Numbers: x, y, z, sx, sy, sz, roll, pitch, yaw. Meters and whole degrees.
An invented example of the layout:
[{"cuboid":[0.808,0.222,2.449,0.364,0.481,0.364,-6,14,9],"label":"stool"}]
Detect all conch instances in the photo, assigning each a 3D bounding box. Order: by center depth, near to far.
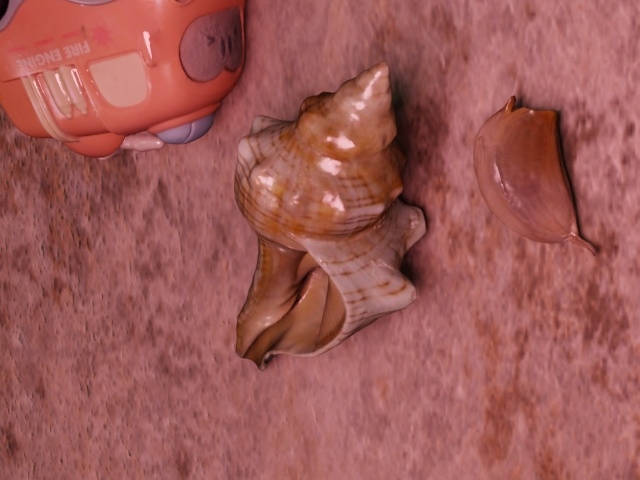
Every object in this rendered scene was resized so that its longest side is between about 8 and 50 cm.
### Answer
[{"cuboid":[0.012,-0.005,1.082,0.203,0.169,0.386,56,156,34],"label":"conch"}]

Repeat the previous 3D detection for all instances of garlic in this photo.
[{"cuboid":[0.176,-0.050,1.024,0.084,0.066,0.152,-13,90,27],"label":"garlic"}]

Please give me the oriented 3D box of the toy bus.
[{"cuboid":[-0.200,-0.196,1.139,0.287,0.194,0.232,-6,103,28],"label":"toy bus"}]
